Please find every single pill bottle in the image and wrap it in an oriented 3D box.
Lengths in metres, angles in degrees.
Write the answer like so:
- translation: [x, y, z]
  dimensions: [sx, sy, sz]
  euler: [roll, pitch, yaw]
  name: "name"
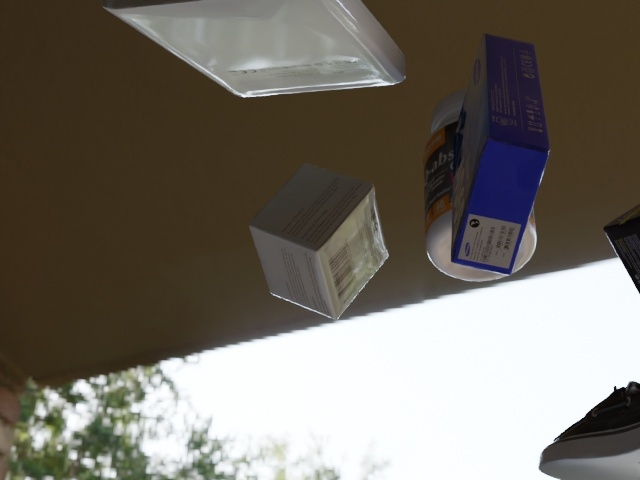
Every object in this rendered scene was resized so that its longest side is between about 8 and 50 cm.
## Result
- translation: [0.235, -0.090, 1.648]
  dimensions: [0.162, 0.278, 0.162]
  euler: [1, -40, 1]
  name: "pill bottle"

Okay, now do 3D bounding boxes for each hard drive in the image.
- translation: [-0.057, -0.234, 1.230]
  dimensions: [0.233, 0.047, 0.353]
  euler: [-2, -7, 17]
  name: "hard drive"

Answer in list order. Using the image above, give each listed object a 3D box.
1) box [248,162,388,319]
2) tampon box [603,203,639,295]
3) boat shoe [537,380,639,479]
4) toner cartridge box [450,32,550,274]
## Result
- translation: [0.000, 0.000, 1.066]
  dimensions: [0.087, 0.102, 0.101]
  euler: [19, -37, 31]
  name: "box"
- translation: [0.436, -0.013, 1.267]
  dimensions: [0.120, 0.101, 0.161]
  euler: [-29, 0, -23]
  name: "tampon box"
- translation: [0.268, 0.152, 0.917]
  dimensions: [0.080, 0.076, 0.228]
  euler: [23, -29, -15]
  name: "boat shoe"
- translation: [0.216, -0.119, 1.348]
  dimensions: [0.075, 0.348, 0.165]
  euler: [13, -60, 0]
  name: "toner cartridge box"
